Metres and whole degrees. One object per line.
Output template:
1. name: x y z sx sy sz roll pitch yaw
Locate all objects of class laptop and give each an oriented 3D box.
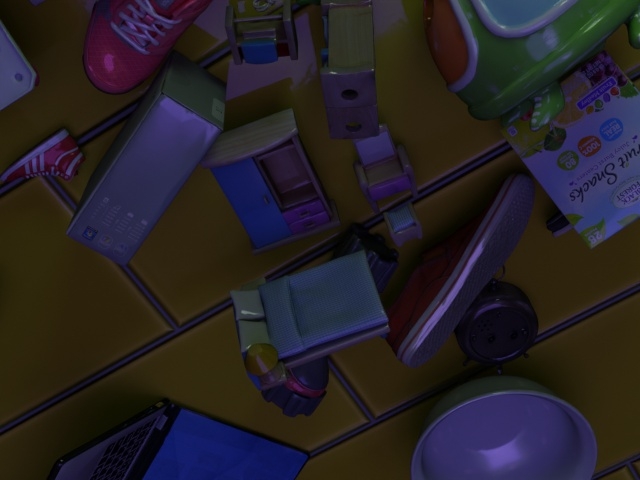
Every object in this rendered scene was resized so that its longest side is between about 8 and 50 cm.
1. laptop: -0.281 0.482 1.446 0.236 0.408 0.382 37 113 16

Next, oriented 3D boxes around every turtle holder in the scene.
1. turtle holder: 0.269 -0.299 1.061 0.320 0.243 0.227 -37 97 25

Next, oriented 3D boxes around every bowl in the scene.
1. bowl: 0.286 0.325 1.450 0.298 0.134 0.297 -1 119 -3

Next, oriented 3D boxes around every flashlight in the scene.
1. flashlight: 0.017 0.130 1.346 0.103 0.103 0.304 26 114 -15

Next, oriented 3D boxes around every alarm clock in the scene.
1. alarm clock: 0.272 0.116 1.382 0.129 0.064 0.192 -9 115 1

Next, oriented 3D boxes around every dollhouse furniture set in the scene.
1. dollhouse furniture set: -0.021 -0.214 1.128 0.184 0.129 0.129 -3 147 5
2. dollhouse furniture set: 0.000 0.000 1.136 0.286 0.303 0.198 -20 137 7

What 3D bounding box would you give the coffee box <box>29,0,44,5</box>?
1. coffee box: -0.253 -0.413 0.980 0.297 0.119 0.168 -21 140 17

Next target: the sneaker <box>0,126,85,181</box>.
1. sneaker: -0.383 -0.099 1.230 0.118 0.042 0.067 -32 112 10

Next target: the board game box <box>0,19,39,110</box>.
1. board game box: -0.595 -0.259 1.072 0.390 0.050 0.390 -30 100 11

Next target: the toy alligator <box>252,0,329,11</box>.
1. toy alligator: 0.008 -0.324 1.138 0.190 0.056 0.051 -17 162 13

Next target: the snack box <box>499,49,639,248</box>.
1. snack box: 0.376 -0.121 1.197 0.174 0.070 0.207 -39 83 19

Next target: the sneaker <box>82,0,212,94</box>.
1. sneaker: -0.198 -0.302 1.083 0.116 0.136 0.314 36 110 -19

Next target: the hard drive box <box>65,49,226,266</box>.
1. hard drive box: -0.223 -0.110 1.158 0.089 0.181 0.232 31 112 -19

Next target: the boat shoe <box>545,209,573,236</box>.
1. boat shoe: 0.403 -0.101 1.275 0.079 0.084 0.233 43 116 7

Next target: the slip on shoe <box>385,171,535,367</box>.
1. slip on shoe: 0.196 0.033 1.305 0.331 0.101 0.123 -55 150 12
